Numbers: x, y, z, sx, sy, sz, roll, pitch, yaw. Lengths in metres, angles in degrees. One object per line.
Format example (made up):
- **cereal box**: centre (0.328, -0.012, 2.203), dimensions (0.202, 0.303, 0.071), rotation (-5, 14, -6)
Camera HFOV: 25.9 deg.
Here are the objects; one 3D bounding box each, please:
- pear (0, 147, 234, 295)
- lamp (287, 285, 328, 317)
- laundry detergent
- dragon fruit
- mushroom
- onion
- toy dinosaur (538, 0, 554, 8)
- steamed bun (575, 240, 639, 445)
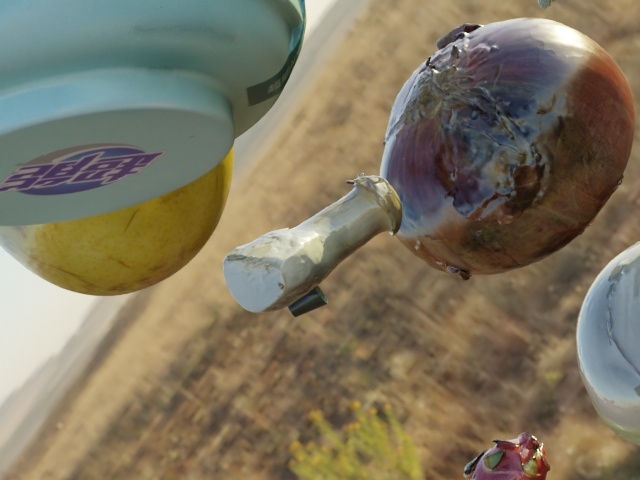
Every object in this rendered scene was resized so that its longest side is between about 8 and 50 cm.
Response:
- **pear**: centre (-0.211, -0.084, 1.364), dimensions (0.281, 0.281, 0.281), rotation (-52, 5, 7)
- **lamp**: centre (-0.023, 0.060, 1.610), dimensions (0.054, 0.041, 0.121), rotation (-33, 13, 7)
- **laundry detergent**: centre (-0.168, -0.180, 0.796), dimensions (0.287, 0.305, 0.287), rotation (-14, -14, -4)
- **dragon fruit**: centre (0.203, 0.267, 1.547), dimensions (0.116, 0.086, 0.081), rotation (-33, 21, 11)
- **mushroom**: centre (0.000, 0.002, 1.464), dimensions (0.223, 0.081, 0.092), rotation (-30, -24, -36)
- **onion**: centre (0.213, -0.115, 1.725), dimensions (0.353, 0.353, 0.353), rotation (-52, 5, 7)
- **toy dinosaur**: centre (0.298, -0.389, 1.948), dimensions (0.044, 0.187, 0.106), rotation (-35, -20, 5)
- **steamed bun**: centre (0.479, 0.149, 1.819), dimensions (0.309, 0.309, 0.309), rotation (-52, 5, 7)
